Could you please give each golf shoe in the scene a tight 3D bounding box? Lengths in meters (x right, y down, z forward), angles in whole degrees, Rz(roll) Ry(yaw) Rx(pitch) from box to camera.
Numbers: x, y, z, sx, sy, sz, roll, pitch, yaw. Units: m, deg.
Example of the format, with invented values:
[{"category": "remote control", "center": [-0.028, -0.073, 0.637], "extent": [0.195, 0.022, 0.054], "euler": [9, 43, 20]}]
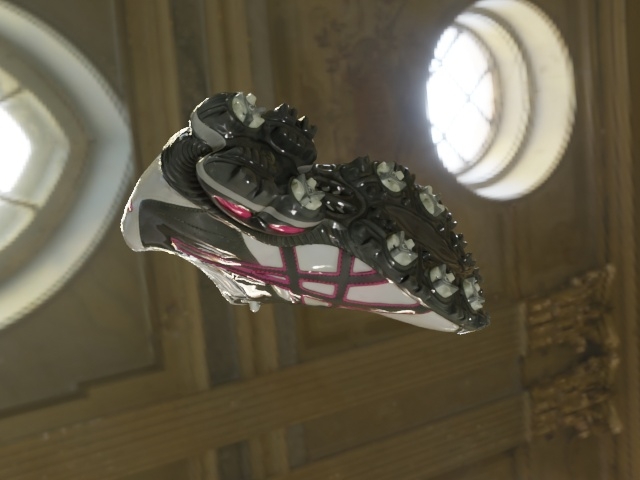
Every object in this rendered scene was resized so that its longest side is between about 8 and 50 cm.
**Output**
[{"category": "golf shoe", "center": [0.000, 0.000, 0.741], "extent": [0.120, 0.272, 0.105], "euler": [-36, -139, 33]}]
